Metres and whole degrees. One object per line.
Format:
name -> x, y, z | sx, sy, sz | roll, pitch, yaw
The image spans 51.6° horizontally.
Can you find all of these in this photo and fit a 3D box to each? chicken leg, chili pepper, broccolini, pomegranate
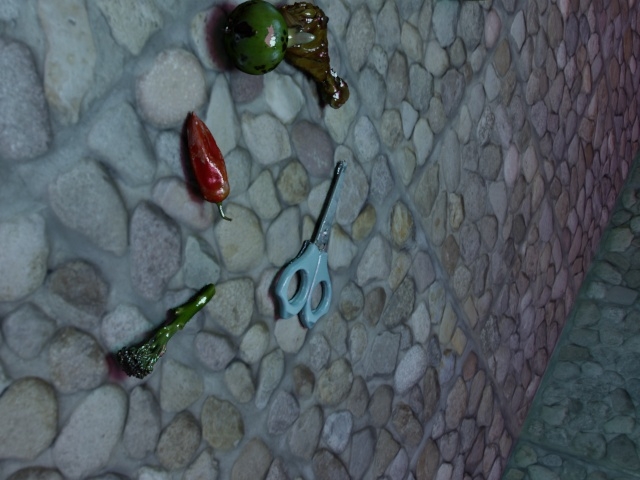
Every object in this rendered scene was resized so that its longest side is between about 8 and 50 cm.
chicken leg -> -0.011, -0.345, 1.249 | 0.107, 0.087, 0.251 | -45, 140, -8
chili pepper -> -0.188, -0.120, 1.097 | 0.059, 0.050, 0.191 | -26, 105, -42
broccolini -> -0.244, 0.149, 1.094 | 0.216, 0.067, 0.058 | -45, 134, -47
pomegranate -> -0.089, -0.338, 1.103 | 0.162, 0.122, 0.122 | -9, 107, -25

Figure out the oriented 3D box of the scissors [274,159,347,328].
scissors -> -0.001, 0.000, 1.372 | 0.191, 0.029, 0.360 | 29, 74, -54
